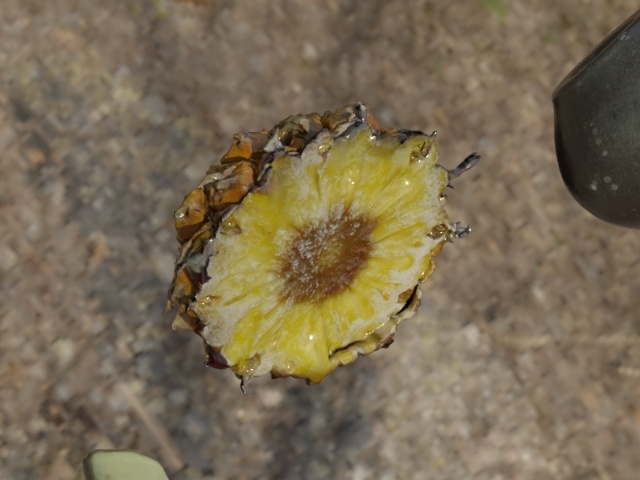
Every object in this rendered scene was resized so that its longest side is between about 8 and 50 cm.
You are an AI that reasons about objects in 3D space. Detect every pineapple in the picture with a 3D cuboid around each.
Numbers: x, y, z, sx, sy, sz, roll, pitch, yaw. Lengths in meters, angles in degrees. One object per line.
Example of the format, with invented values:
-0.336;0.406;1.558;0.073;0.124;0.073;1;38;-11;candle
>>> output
0.000;0.000;1.149;0.221;0.221;0.047;19;19;-42;pineapple

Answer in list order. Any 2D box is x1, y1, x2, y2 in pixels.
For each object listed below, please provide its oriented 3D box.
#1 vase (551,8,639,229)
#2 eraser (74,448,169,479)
0.197;-0.027;0.891;0.183;0.120;0.120;48;33;-2;vase
-0.137;0.229;1.194;0.058;0.172;0.117;2;45;-28;eraser
